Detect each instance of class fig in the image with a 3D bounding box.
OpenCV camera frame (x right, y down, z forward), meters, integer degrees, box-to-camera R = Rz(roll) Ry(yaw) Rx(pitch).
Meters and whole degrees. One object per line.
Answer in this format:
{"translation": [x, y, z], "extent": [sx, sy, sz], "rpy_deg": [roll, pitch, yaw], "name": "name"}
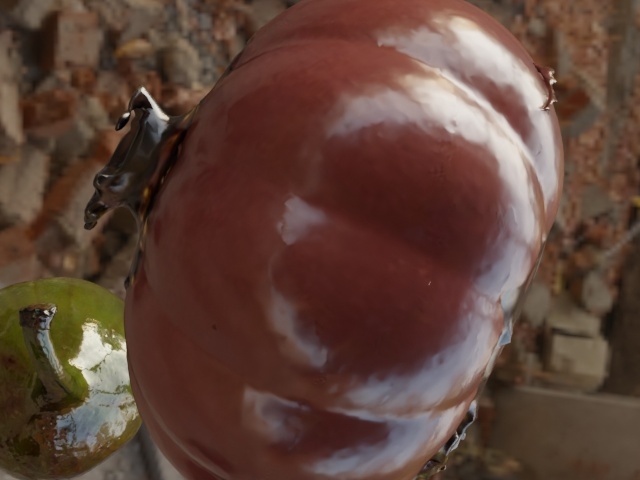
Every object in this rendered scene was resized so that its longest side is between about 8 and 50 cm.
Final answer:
{"translation": [-0.147, 0.071, 0.839], "extent": [0.124, 0.236, 0.124], "rpy_deg": [2, 79, -12], "name": "fig"}

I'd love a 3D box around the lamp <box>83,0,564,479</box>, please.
{"translation": [0.000, 0.000, 0.488], "extent": [0.182, 0.140, 0.182], "rpy_deg": [-63, 174, -13], "name": "lamp"}
